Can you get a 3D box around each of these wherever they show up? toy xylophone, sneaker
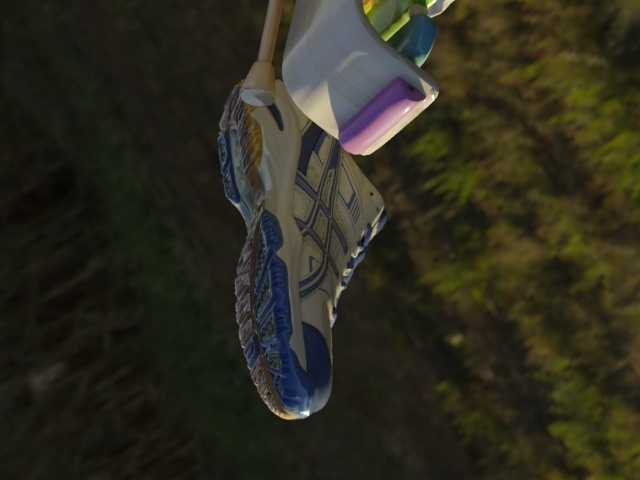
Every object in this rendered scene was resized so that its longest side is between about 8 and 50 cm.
[{"bbox_3d":[0.038,-0.216,1.310,0.081,0.322,0.236,22,159,-19],"label":"toy xylophone"},{"bbox_3d":[0.000,0.000,1.425,0.112,0.131,0.296,132,137,-59],"label":"sneaker"}]

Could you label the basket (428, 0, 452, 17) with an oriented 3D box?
[{"bbox_3d":[0.115,-0.450,1.947,0.328,0.331,0.266,53,-170,-7],"label":"basket"}]
